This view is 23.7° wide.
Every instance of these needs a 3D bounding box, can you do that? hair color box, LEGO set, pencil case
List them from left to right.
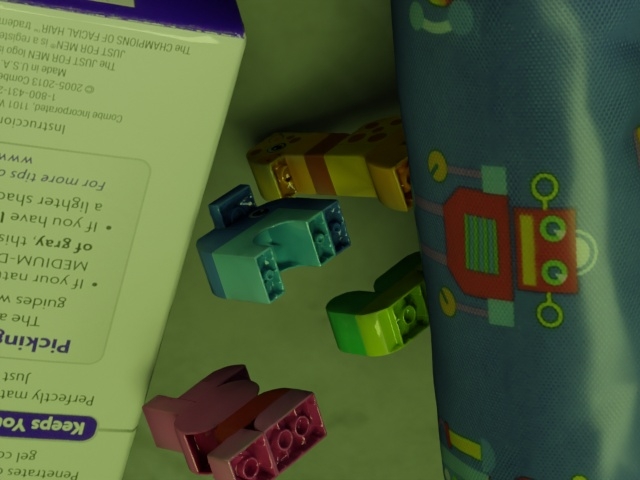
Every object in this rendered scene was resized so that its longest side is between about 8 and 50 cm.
[{"bbox_3d":[-0.163,0.024,0.620,0.185,0.110,0.339,7,123,-18],"label":"hair color box"},{"bbox_3d":[0.000,0.000,0.619,0.227,0.093,0.087,-35,118,-39],"label":"LEGO set"},{"bbox_3d":[0.096,-0.016,0.559,0.119,0.133,0.306,5,110,35],"label":"pencil case"}]
